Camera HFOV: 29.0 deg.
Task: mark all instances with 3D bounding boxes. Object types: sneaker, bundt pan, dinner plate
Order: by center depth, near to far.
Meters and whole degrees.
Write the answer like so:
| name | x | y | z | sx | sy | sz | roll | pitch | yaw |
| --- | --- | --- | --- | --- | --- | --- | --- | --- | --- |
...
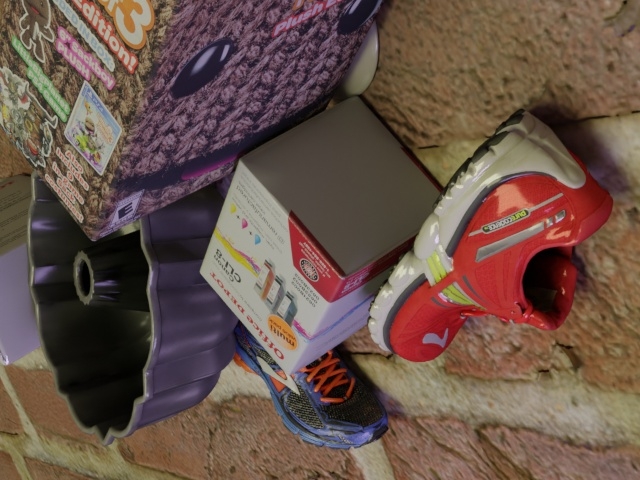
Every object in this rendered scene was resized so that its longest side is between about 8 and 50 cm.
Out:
| name | x | y | z | sx | sy | sz | roll | pitch | yaw |
| --- | --- | --- | --- | --- | --- | --- | --- | --- | --- |
| sneaker | 0.120 | 0.030 | 0.889 | 0.118 | 0.107 | 0.279 | 42 | 148 | 11 |
| dinner plate | -0.007 | -0.175 | 0.979 | 0.141 | 0.017 | 0.141 | 38 | 143 | 35 |
| sneaker | -0.020 | 0.116 | 1.186 | 0.221 | 0.083 | 0.087 | 38 | 140 | 29 |
| bundt pan | -0.183 | 0.030 | 1.242 | 0.331 | 0.124 | 0.331 | 16 | 110 | 55 |

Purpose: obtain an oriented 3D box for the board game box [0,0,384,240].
| name | x | y | z | sx | sy | sz | roll | pitch | yaw |
| --- | --- | --- | --- | --- | --- | --- | --- | --- | --- |
| board game box | -0.078 | -0.172 | 0.845 | 0.141 | 0.232 | 0.291 | 49 | 143 | 14 |

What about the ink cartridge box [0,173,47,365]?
| name | x | y | z | sx | sy | sz | roll | pitch | yaw |
| --- | --- | --- | --- | --- | --- | --- | --- | --- | --- |
| ink cartridge box | -0.370 | 0.024 | 1.491 | 0.289 | 0.211 | 0.121 | 12 | 127 | 53 |

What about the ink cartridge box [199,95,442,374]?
| name | x | y | z | sx | sy | sz | roll | pitch | yaw |
| --- | --- | --- | --- | --- | --- | --- | --- | --- | --- |
| ink cartridge box | 0.000 | 0.000 | 1.007 | 0.128 | 0.127 | 0.176 | 49 | 149 | 15 |
